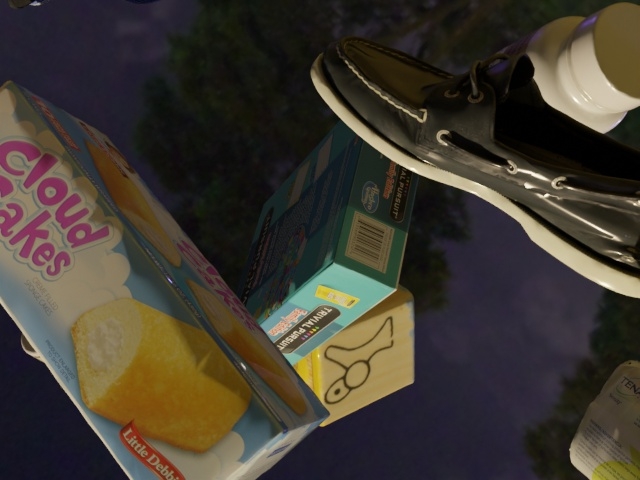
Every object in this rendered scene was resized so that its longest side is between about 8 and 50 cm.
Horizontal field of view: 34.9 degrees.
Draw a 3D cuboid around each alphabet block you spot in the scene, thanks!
[{"bbox_3d":[0.026,0.162,1.716,0.197,0.193,0.193,-20,-148,-28],"label":"alphabet block"}]

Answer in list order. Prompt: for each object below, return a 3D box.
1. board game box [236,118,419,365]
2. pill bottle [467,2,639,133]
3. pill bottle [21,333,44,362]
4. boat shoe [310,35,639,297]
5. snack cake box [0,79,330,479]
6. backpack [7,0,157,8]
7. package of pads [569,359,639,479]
[{"bbox_3d":[0.000,0.000,1.220,0.079,0.336,0.254,25,-123,-16],"label":"board game box"},{"bbox_3d":[0.259,-0.167,1.096,0.131,0.229,0.131,4,-101,-24],"label":"pill bottle"},{"bbox_3d":[-0.366,0.152,1.449,0.116,0.065,0.065,49,-164,-55],"label":"pill bottle"},{"bbox_3d":[0.150,-0.091,0.813,0.340,0.113,0.127,37,-141,16],"label":"boat shoe"},{"bbox_3d":[-0.119,0.039,0.642,0.264,0.089,0.152,50,-175,11],"label":"snack cake box"},{"bbox_3d":[-0.151,-0.294,0.686,0.213,0.276,0.264,-3,-105,-29],"label":"backpack"},{"bbox_3d":[0.342,0.208,0.702,0.296,0.101,0.229,29,-174,-23],"label":"package of pads"}]
